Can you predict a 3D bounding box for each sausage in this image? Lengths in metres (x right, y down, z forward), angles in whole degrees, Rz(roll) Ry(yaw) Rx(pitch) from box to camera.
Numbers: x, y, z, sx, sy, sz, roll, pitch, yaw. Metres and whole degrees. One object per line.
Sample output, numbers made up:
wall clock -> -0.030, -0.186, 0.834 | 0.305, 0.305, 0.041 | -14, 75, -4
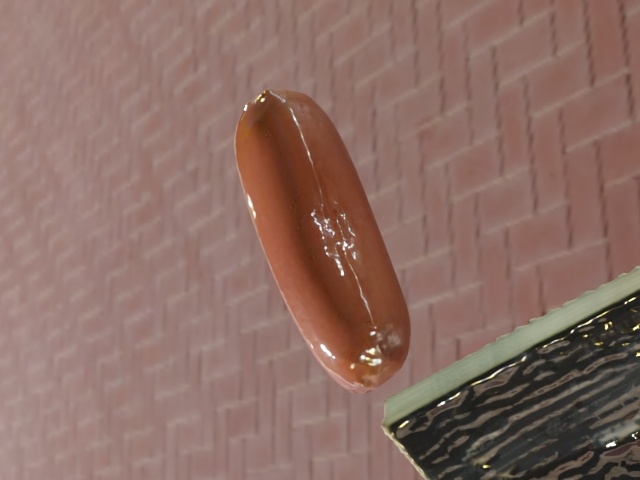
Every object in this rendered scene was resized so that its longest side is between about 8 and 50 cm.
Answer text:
sausage -> 0.000, 0.000, 0.816 | 0.077, 0.077, 0.194 | -29, 83, 57

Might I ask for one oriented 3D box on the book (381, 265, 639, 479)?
book -> 0.244, 0.168, 0.788 | 0.263, 0.374, 0.028 | -30, 25, 16
